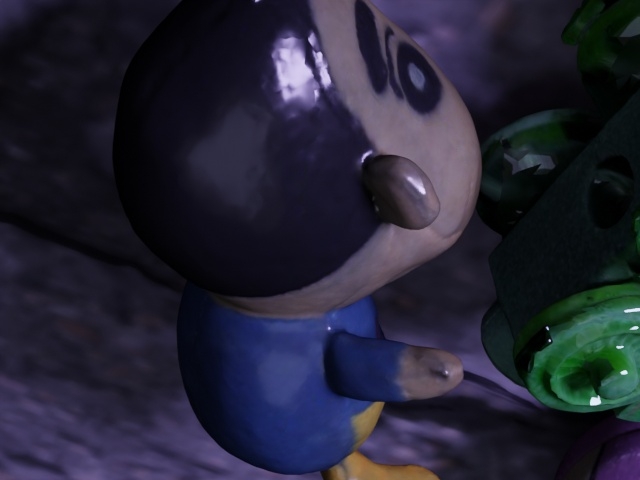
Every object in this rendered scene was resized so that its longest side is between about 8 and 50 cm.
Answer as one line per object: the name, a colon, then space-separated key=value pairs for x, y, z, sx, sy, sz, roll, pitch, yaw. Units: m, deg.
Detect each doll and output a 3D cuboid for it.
doll: x=0.000 y=0.000 z=0.476 sx=0.089 sy=0.102 sz=0.179 roll=-33 pitch=140 yaw=-16

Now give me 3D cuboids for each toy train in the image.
toy train: x=0.132 y=-0.038 z=0.434 sx=0.119 sy=0.085 sz=0.251 roll=10 pitch=142 yaw=-26

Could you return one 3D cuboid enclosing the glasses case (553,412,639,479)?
glasses case: x=0.223 y=0.101 z=0.558 sx=0.316 sy=0.076 sz=0.123 roll=3 pitch=130 yaw=9
